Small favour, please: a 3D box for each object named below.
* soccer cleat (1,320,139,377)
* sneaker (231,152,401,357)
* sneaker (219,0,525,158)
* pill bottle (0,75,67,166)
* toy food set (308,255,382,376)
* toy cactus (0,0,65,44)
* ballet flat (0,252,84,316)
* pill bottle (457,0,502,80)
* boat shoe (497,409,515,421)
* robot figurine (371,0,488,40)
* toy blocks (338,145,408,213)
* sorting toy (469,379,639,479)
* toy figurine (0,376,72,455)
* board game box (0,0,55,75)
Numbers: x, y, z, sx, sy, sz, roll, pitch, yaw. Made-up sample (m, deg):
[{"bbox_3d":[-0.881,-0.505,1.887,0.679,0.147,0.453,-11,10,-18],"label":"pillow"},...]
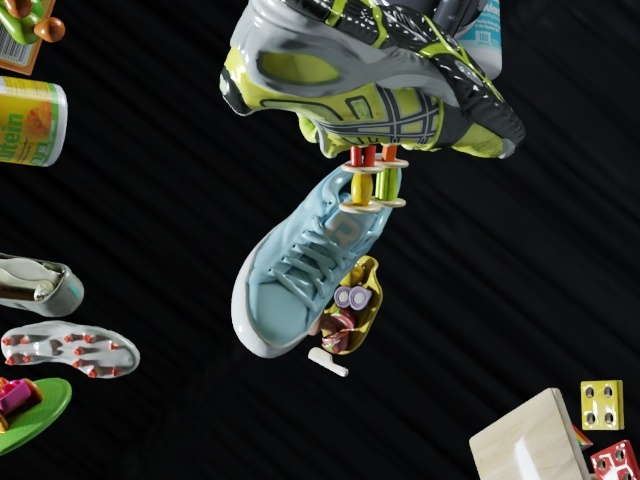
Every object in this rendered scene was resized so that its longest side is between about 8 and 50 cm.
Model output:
[{"bbox_3d":[-0.311,0.131,1.825,0.076,0.196,0.068,-39,-51,-63],"label":"soccer cleat"},{"bbox_3d":[0.000,0.000,2.009,0.150,0.135,0.366,-44,13,52],"label":"sneaker"},{"bbox_3d":[0.054,-0.155,1.454,0.147,0.385,0.145,-50,44,21],"label":"sneaker"},{"bbox_3d":[-0.540,-0.198,2.290,0.136,0.246,0.136,-20,68,60],"label":"pill bottle"},{"bbox_3d":[0.027,0.123,2.484,0.128,0.071,0.218,35,106,52],"label":"toy food set"},{"bbox_3d":[-0.309,-0.232,1.232,0.219,0.180,0.112,13,89,46],"label":"toy cactus"},{"bbox_3d":[-0.370,0.036,1.622,0.068,0.213,0.072,73,-151,-59],"label":"ballet flat"},{"bbox_3d":[0.209,-0.383,2.273,0.146,0.146,0.264,146,123,-79],"label":"pill bottle"},{"bbox_3d":[0.278,0.286,1.888,0.080,0.073,0.223,-39,-32,-1],"label":"boat shoe"},{"bbox_3d":[0.170,-0.390,1.973,0.209,0.173,0.278,-42,-15,-40],"label":"robot figurine"},{"bbox_3d":[0.070,-0.114,1.789,0.123,0.054,0.148,-16,-67,-60],"label":"toy blocks"},{"bbox_3d":[0.229,0.229,1.436,0.046,0.132,0.274,4,-32,-36],"label":"sorting toy"},{"bbox_3d":[-0.347,0.112,1.396,0.173,0.159,0.130,-2,31,48],"label":"toy figurine"},{"bbox_3d":[-0.655,-0.527,2.410,0.356,0.356,0.356,31,104,49],"label":"board game box"}]
